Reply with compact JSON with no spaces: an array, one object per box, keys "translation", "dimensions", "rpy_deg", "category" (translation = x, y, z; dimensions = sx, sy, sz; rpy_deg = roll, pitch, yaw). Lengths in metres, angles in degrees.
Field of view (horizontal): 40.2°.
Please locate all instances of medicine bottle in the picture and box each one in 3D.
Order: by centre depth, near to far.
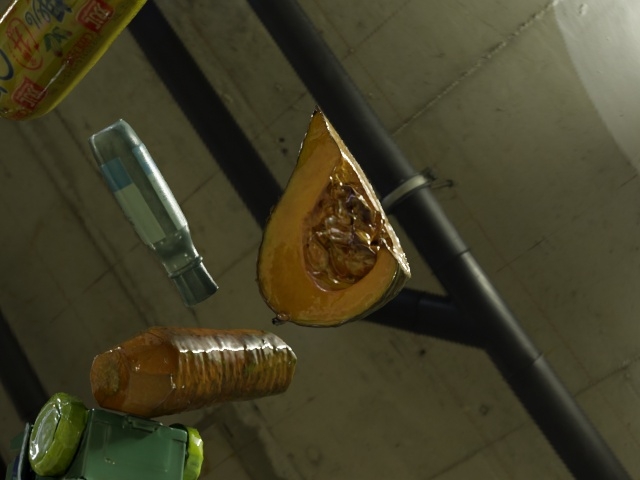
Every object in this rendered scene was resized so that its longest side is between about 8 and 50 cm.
[{"translation":[-0.177,-0.028,0.933],"dimensions":[0.054,0.090,0.208],"rpy_deg":[-31,-78,-14],"category":"medicine bottle"}]

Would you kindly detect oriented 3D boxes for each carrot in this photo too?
[{"translation":[-0.155,0.163,1.119],"dimensions":[0.114,0.302,0.114],"rpy_deg":[-2,-93,35],"category":"carrot"}]

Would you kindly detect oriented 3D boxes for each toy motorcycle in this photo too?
[{"translation":[-0.307,0.326,1.088],"dimensions":[0.326,0.191,0.200],"rpy_deg":[-31,-132,42],"category":"toy motorcycle"}]

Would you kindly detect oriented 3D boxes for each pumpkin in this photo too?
[{"translation":[0.001,-0.001,1.036],"dimensions":[0.163,0.111,0.278],"rpy_deg":[-31,-123,12],"category":"pumpkin"}]

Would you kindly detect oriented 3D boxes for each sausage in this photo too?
[{"translation":[-0.320,-0.270,1.085],"dimensions":[0.347,0.123,0.123],"rpy_deg":[-41,-99,25],"category":"sausage"}]
